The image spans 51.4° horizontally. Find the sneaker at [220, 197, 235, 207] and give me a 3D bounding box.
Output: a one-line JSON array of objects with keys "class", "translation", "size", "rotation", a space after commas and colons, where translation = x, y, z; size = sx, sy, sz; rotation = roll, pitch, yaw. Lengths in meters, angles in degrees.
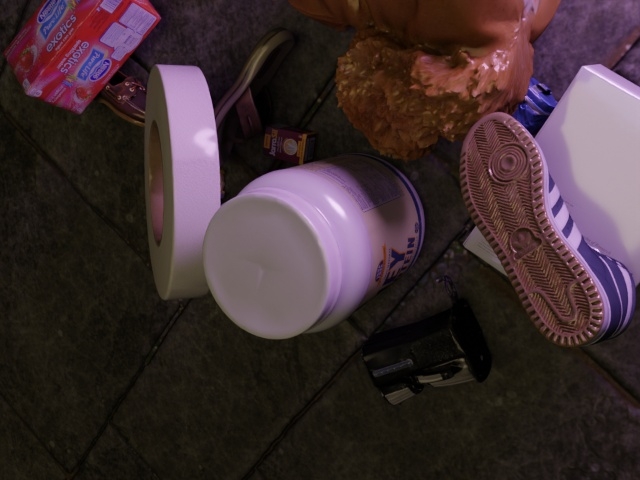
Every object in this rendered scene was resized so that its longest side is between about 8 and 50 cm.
[{"class": "sneaker", "translation": [-0.118, 0.015, 1.222], "size": [0.094, 0.080, 0.212], "rotation": [-38, 86, 10]}]

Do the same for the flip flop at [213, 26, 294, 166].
[{"class": "flip flop", "translation": [-0.116, -0.232, 1.143], "size": [0.080, 0.112, 0.277], "rotation": [38, 113, 3]}]

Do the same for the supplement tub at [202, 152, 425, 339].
[{"class": "supplement tub", "translation": [0.000, 0.000, 1.001], "size": [0.235, 0.325, 0.236], "rotation": [8, 106, 27]}]

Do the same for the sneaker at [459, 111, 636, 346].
[{"class": "sneaker", "translation": [0.261, -0.009, 0.762], "size": [0.099, 0.153, 0.282], "rotation": [-34, 61, 33]}]

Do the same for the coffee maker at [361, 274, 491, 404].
[{"class": "coffee maker", "translation": [0.166, 0.168, 1.090], "size": [0.178, 0.120, 0.171], "rotation": [-23, 68, 30]}]

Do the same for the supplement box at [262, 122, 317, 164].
[{"class": "supplement box", "translation": [-0.052, -0.168, 1.151], "size": [0.083, 0.043, 0.055], "rotation": [16, 111, 25]}]

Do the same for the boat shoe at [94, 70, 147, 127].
[{"class": "boat shoe", "translation": [-0.375, -0.282, 1.280], "size": [0.207, 0.073, 0.073], "rotation": [30, 118, 19]}]

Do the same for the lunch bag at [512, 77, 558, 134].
[{"class": "lunch bag", "translation": [0.289, -0.192, 0.926], "size": [0.067, 0.098, 0.065], "rotation": [50, 118, 15]}]

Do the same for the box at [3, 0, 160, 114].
[{"class": "box", "translation": [-0.436, -0.373, 1.214], "size": [0.257, 0.128, 0.123], "rotation": [-44, 65, 16]}]

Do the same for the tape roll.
[{"class": "tape roll", "translation": [-0.240, -0.096, 1.107], "size": [0.392, 0.072, 0.392], "rotation": [177, 90, -70]}]

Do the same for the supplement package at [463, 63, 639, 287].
[{"class": "supplement package", "translation": [0.359, -0.063, 0.862], "size": [0.199, 0.198, 0.263], "rotation": [36, 117, 15]}]

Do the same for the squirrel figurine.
[{"class": "squirrel figurine", "translation": [0.102, -0.307, 0.897], "size": [0.370, 0.281, 0.397], "rotation": [9, 98, 34]}]

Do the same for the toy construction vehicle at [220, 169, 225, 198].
[{"class": "toy construction vehicle", "translation": [-0.221, -0.096, 1.271], "size": [0.085, 0.035, 0.098], "rotation": [20, 109, 35]}]
